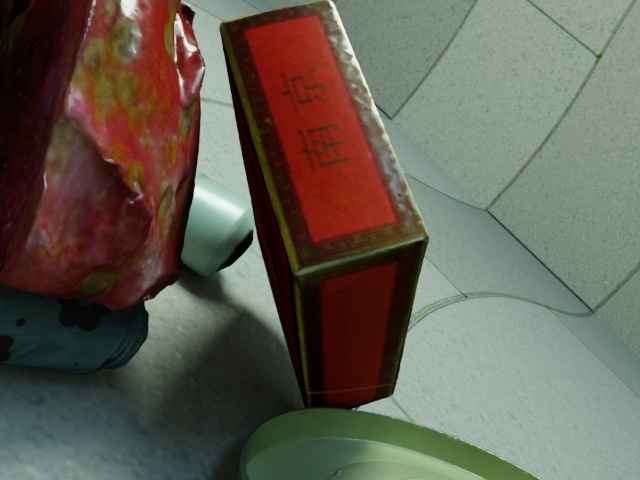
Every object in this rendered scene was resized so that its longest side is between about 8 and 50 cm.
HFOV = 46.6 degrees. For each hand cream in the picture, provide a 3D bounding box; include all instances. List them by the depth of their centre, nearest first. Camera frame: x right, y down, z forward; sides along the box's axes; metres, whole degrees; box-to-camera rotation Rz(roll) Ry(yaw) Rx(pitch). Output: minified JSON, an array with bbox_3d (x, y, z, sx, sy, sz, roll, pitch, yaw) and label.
[{"bbox_3d":[-0.190,-0.081,0.572,0.320,0.067,0.109,34,17,2],"label":"hand cream"}]

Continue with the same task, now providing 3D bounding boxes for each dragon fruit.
[{"bbox_3d":[-0.112,-0.095,0.400,0.134,0.212,0.262,14,20,-42],"label":"dragon fruit"}]

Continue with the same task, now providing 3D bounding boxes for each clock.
[{"bbox_3d":[0.067,0.154,0.397,0.235,0.029,0.235,17,11,-3],"label":"clock"}]

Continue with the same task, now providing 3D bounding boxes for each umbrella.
[{"bbox_3d":[-0.180,0.019,0.312,0.250,0.053,0.052,20,17,-49],"label":"umbrella"}]

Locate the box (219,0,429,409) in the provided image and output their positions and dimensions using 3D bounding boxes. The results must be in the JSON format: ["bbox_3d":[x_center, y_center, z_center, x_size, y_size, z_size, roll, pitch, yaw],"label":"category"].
[{"bbox_3d":[-0.001,0.000,0.450,0.240,0.074,0.153,87,-18,-62],"label":"box"}]
